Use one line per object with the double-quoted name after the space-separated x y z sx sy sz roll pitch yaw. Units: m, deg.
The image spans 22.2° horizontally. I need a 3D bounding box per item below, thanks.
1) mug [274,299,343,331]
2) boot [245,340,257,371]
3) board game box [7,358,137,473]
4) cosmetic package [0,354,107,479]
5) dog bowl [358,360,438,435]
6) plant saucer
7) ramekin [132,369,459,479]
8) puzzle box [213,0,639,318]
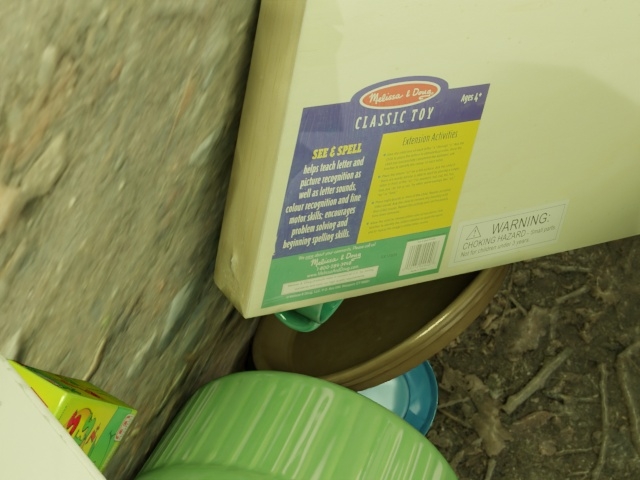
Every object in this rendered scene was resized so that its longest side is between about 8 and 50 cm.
-0.017 -0.003 1.272 0.157 0.097 0.129 -63 170 11 "mug"
-0.019 0.129 1.668 0.244 0.088 0.176 -36 152 -59 "boot"
-0.173 0.131 1.013 0.092 0.043 0.181 -60 170 -5 "board game box"
-0.171 0.218 0.825 0.197 0.155 0.365 -38 162 -15 "cosmetic package"
0.027 0.248 2.017 0.297 0.166 0.074 -61 -179 -3 "dog bowl"
0.062 0.044 1.470 0.278 0.041 0.278 -29 -156 15 "plant saucer"
-0.021 0.248 1.393 0.303 0.303 0.148 106 9 -52 "ramekin"
0.127 -0.102 1.150 0.409 0.052 0.272 -10 129 -32 "puzzle box"
